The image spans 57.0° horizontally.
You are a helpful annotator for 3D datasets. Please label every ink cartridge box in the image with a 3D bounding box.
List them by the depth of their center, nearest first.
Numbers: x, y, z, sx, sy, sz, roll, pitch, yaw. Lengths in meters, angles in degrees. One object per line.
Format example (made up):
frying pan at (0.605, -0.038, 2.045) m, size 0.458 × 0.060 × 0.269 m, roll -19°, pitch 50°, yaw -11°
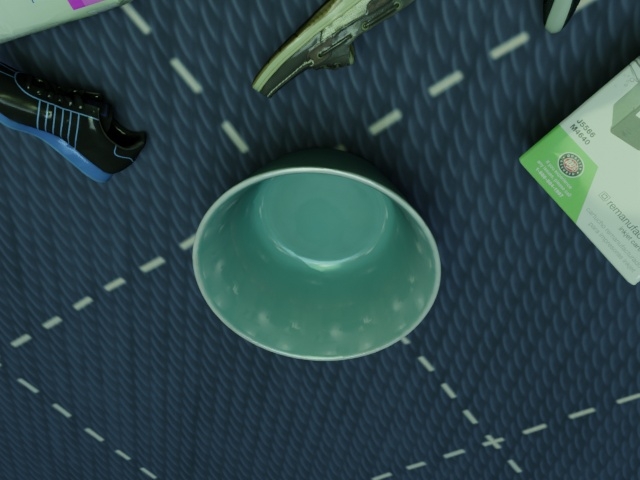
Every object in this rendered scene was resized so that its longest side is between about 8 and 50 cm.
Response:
ink cartridge box at (0.403, -0.115, 0.663) m, size 0.273 × 0.115 × 0.198 m, roll -45°, pitch 77°, yaw 30°

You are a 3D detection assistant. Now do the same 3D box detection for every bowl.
bowl at (0.000, 0.000, 0.804) m, size 0.312 × 0.163 × 0.311 m, roll 3°, pitch 125°, yaw 4°

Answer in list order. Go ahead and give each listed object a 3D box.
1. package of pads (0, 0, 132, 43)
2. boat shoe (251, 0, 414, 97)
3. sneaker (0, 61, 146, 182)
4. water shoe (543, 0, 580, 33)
package of pads at (-0.357, -0.367, 0.613) m, size 0.229 × 0.101 × 0.296 m, roll -11°, pitch 123°, yaw 13°
boat shoe at (0.015, -0.234, 0.686) m, size 0.224 × 0.080 × 0.073 m, roll -38°, pitch 109°, yaw 22°
sneaker at (-0.331, -0.168, 0.751) m, size 0.090 × 0.081 × 0.232 m, roll -34°, pitch 137°, yaw 17°
water shoe at (0.244, -0.325, 0.619) m, size 0.080 × 0.073 × 0.203 m, roll 17°, pitch 131°, yaw 26°
